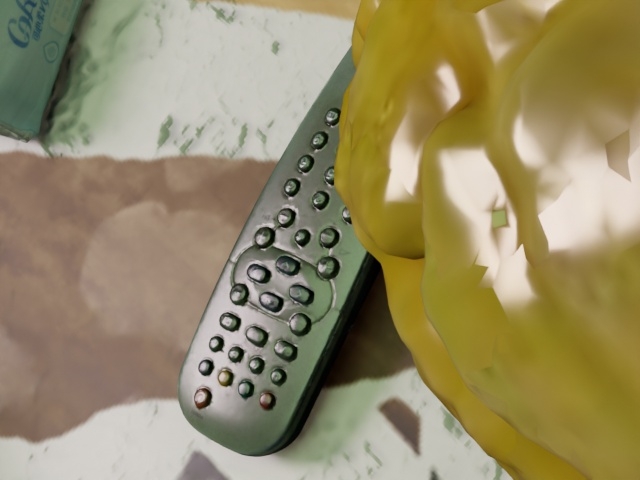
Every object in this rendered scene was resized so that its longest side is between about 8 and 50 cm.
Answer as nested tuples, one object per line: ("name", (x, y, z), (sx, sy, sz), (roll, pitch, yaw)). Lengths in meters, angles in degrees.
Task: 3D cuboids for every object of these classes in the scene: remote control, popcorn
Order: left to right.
("remote control", (0.000, 0.000, 0.772), (0.072, 0.042, 0.222), (25, 88, 28))
("popcorn", (0.179, -0.044, 0.536), (0.390, 0.354, 0.344), (34, 109, 27))

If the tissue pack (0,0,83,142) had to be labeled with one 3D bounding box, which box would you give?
("tissue pack", (-0.205, -0.202, 0.898), (0.177, 0.089, 0.263), (15, 81, 29))
